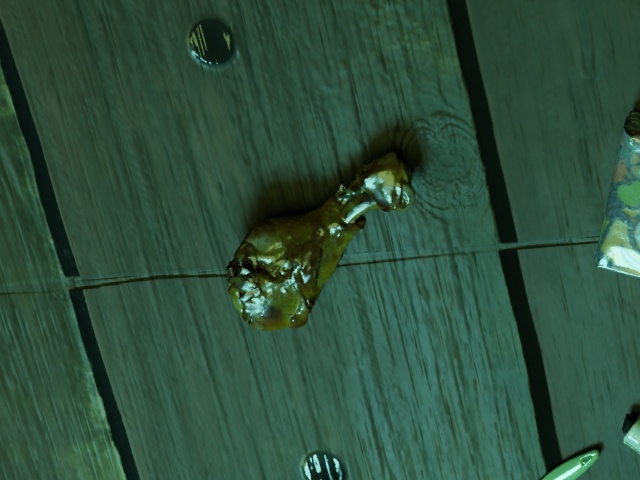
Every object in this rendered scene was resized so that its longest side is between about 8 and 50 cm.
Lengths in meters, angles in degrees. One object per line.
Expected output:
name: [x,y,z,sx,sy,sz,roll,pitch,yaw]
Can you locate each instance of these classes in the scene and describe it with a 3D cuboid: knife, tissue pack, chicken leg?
knife: [0.217,0.271,2.022,0.030,0.014,0.207,46,122,-7]
tissue pack: [0.326,-0.037,1.806,0.108,0.060,0.148,14,117,12]
chicken leg: [-0.001,-0.002,1.938,0.107,0.087,0.251,38,117,-25]

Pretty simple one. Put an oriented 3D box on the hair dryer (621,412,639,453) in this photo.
hair dryer: [0.393,0.252,1.898,0.236,0.131,0.073,40,125,14]
